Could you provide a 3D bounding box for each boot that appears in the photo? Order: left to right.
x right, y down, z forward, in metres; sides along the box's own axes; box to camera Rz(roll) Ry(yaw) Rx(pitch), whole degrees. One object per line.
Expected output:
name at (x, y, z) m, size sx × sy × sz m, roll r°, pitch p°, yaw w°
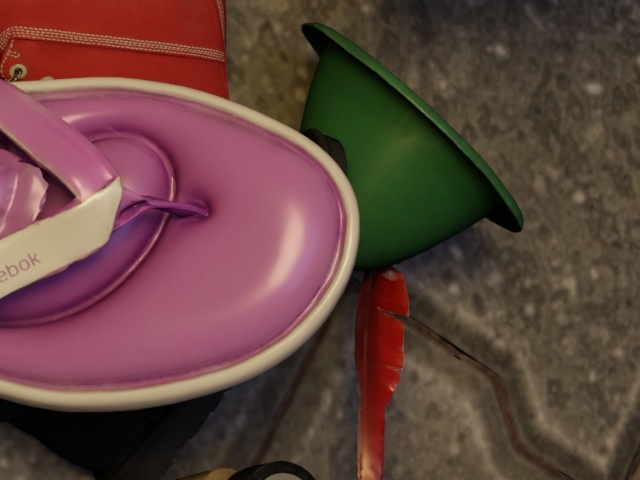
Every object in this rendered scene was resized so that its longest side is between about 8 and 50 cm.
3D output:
boot at (-0.153, -0.076, 1.109) m, size 0.244 × 0.088 × 0.176 m, roll -8°, pitch 92°, yaw -32°
boot at (-0.128, 0.009, 1.069) m, size 0.207 × 0.094 × 0.246 m, roll 28°, pitch 107°, yaw -25°

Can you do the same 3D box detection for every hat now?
hat at (0.000, 0.000, 1.151) m, size 0.183 × 0.208 × 0.173 m, roll -47°, pitch 120°, yaw -2°

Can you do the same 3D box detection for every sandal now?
sandal at (-0.191, -0.016, 0.959) m, size 0.416 × 0.102 × 0.169 m, roll 9°, pitch 82°, yaw 10°

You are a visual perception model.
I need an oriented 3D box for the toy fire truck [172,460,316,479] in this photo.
toy fire truck at (-0.036, 0.278, 1.126) m, size 0.217 × 0.158 × 0.246 m, roll 32°, pitch 62°, yaw -23°
